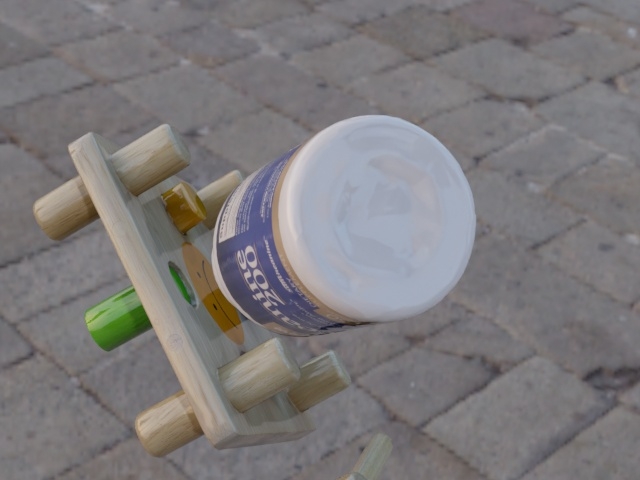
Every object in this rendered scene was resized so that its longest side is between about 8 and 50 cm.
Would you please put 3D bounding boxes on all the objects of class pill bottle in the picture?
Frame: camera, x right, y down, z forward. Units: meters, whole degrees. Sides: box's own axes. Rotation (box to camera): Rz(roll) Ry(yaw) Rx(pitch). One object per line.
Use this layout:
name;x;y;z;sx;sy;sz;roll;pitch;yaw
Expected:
pill bottle;0.000;0.000;0.434;0.067;0.067;0.120;-7;-5;-21

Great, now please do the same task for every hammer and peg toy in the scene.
hammer and peg toy;-0.070;0.095;0.973;0.127;0.266;0.361;-30;78;8
